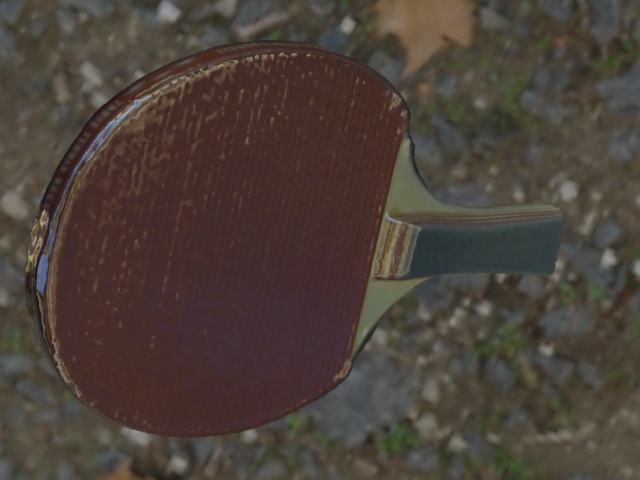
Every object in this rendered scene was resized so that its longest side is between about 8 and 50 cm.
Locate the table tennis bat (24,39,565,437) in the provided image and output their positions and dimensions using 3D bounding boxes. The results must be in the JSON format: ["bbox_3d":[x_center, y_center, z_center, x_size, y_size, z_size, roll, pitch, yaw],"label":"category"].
[{"bbox_3d":[0.000,0.000,0.631,0.019,0.220,0.130,29,112,44],"label":"table tennis bat"}]
